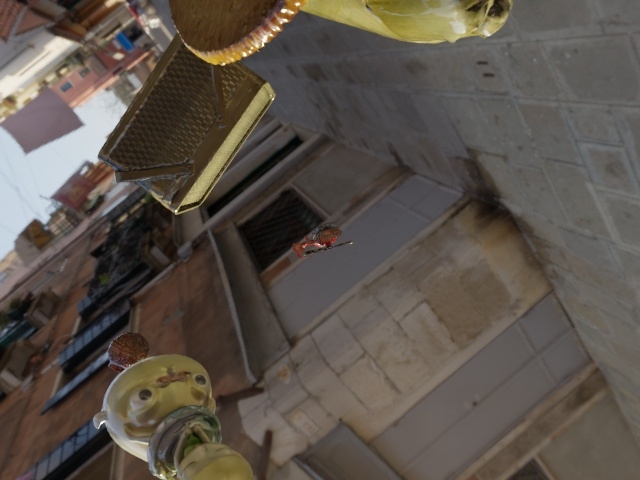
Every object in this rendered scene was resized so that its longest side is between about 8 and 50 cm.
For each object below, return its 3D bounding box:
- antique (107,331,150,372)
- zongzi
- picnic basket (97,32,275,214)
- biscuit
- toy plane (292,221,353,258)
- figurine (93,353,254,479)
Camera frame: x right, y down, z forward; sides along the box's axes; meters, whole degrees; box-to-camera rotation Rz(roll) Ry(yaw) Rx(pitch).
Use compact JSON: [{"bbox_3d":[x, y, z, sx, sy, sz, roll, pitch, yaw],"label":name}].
[{"bbox_3d":[-0.466,0.273,1.239,0.104,0.104,0.104,51,178,2],"label":"antique"},{"bbox_3d":[0.075,-0.364,0.707,0.447,0.417,0.182,-117,23,-56],"label":"zongzi"},{"bbox_3d":[-0.197,-0.183,0.790,0.139,0.267,0.165,36,-173,-5],"label":"picnic basket"},{"bbox_3d":[-0.066,-0.325,0.502,0.038,0.305,0.305,7,-148,-44],"label":"biscuit"},{"bbox_3d":[0.000,0.000,1.114,0.037,0.145,0.060,-45,66,55],"label":"toy plane"},{"bbox_3d":[-0.232,0.376,0.886,0.394,0.226,0.275,22,116,46],"label":"figurine"}]
